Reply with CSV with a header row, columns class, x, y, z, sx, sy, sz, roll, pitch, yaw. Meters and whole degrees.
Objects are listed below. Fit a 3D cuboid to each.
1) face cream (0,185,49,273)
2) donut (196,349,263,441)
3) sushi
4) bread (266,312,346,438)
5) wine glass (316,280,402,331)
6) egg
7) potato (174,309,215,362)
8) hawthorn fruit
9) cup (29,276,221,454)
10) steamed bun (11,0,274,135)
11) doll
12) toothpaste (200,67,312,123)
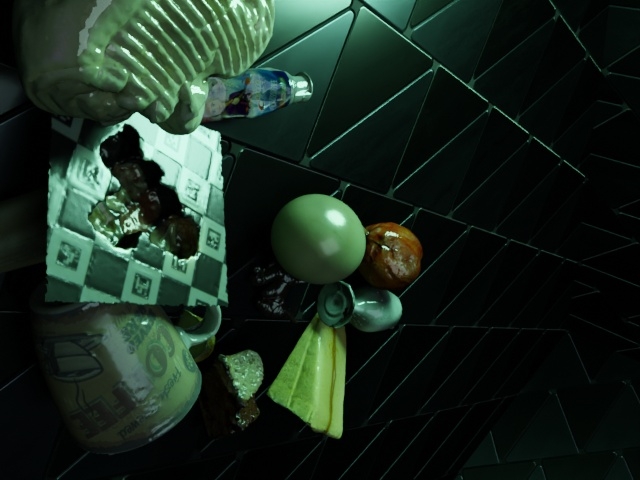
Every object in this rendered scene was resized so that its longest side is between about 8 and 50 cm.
class,x,y,z,sx,sy,sz,roll,pitch,yaw
face cream,-0.421,-0.014,0.894,0.341,0.084,0.137,-25,119,-49
donut,-0.192,0.322,1.339,0.126,0.144,0.186,-16,92,-52
sushi,-0.288,-0.055,0.966,0.339,0.069,0.319,10,72,-55
bread,0.017,0.329,1.543,0.264,0.163,0.168,-59,142,-8
wine glass,0.104,0.170,1.587,0.241,0.126,0.126,16,98,-50
egg,0.000,0.000,1.307,0.242,0.186,0.185,24,92,-55
potato,-0.237,0.198,1.211,0.066,0.103,0.096,23,94,-50
hawthorn fruit,0.162,0.039,1.560,0.179,0.173,0.173,5,108,-28
cup,-0.302,0.148,1.000,0.301,0.227,0.256,-30,127,-27
steamed bun,-0.238,-0.308,0.803,0.352,0.247,0.339,-61,161,2
doll,-0.095,0.107,1.370,0.165,0.057,0.139,19,98,-44
toothpaste,-0.133,-0.262,1.114,0.266,0.061,0.096,-17,124,-37
